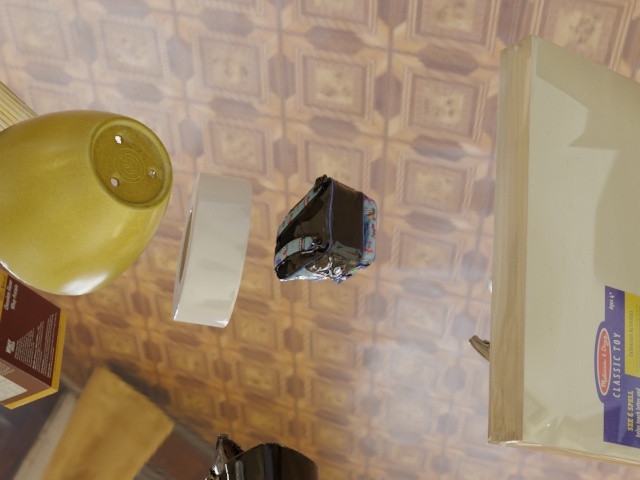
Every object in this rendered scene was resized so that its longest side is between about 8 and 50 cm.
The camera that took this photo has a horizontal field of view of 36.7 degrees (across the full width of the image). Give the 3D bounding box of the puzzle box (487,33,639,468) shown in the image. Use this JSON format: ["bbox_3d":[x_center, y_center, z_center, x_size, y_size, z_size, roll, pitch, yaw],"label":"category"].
[{"bbox_3d":[0.290,0.020,0.982,0.272,0.408,0.052,16,160,-30],"label":"puzzle box"}]

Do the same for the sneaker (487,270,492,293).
[{"bbox_3d":[0.327,-0.020,1.256,0.123,0.290,0.106,68,160,-3],"label":"sneaker"}]

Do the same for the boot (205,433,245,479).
[{"bbox_3d":[-0.162,0.486,1.657,0.091,0.263,0.228,13,109,-34],"label":"boot"}]

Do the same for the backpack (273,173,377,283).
[{"bbox_3d":[0.000,0.000,1.603,0.117,0.158,0.173,21,143,-28],"label":"backpack"}]

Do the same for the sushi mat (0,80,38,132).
[{"bbox_3d":[-0.450,-0.170,1.031,0.019,0.151,0.316,25,165,40],"label":"sushi mat"}]

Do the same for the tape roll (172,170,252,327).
[{"bbox_3d":[-0.204,0.016,1.800,0.100,0.286,0.286,10,141,-11],"label":"tape roll"}]

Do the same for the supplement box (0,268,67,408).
[{"bbox_3d":[-0.628,0.198,1.925,0.129,0.191,0.194,-22,139,22],"label":"supplement box"}]

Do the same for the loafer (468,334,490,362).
[{"bbox_3d":[0.340,0.221,1.856,0.125,0.045,0.039,46,110,29],"label":"loafer"}]

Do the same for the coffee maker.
[{"bbox_3d":[-0.038,0.325,1.070,0.171,0.178,0.120,-16,137,8],"label":"coffee maker"}]

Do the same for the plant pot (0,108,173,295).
[{"bbox_3d":[-0.158,-0.039,0.673,0.095,0.134,0.134,-24,122,41],"label":"plant pot"}]
